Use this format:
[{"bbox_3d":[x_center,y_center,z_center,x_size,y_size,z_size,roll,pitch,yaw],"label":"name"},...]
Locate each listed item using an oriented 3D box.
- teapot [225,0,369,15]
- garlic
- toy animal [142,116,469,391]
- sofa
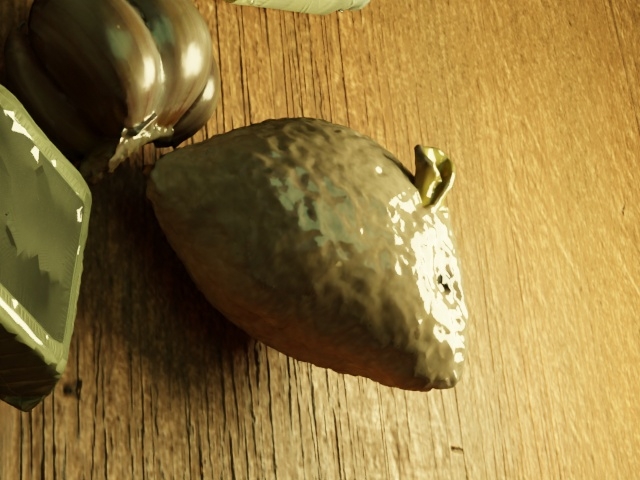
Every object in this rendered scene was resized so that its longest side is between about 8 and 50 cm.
[{"bbox_3d":[-0.015,-0.306,1.554,0.200,0.107,0.077,-4,69,-48],"label":"teapot"},{"bbox_3d":[-0.172,-0.169,1.267,0.214,0.160,0.191,-25,86,-43],"label":"garlic"},{"bbox_3d":[-0.005,-0.004,1.333,0.358,0.188,0.226,31,57,-22],"label":"toy animal"},{"bbox_3d":[-0.304,0.003,1.101,0.225,0.176,0.210,56,30,-55],"label":"sofa"}]
